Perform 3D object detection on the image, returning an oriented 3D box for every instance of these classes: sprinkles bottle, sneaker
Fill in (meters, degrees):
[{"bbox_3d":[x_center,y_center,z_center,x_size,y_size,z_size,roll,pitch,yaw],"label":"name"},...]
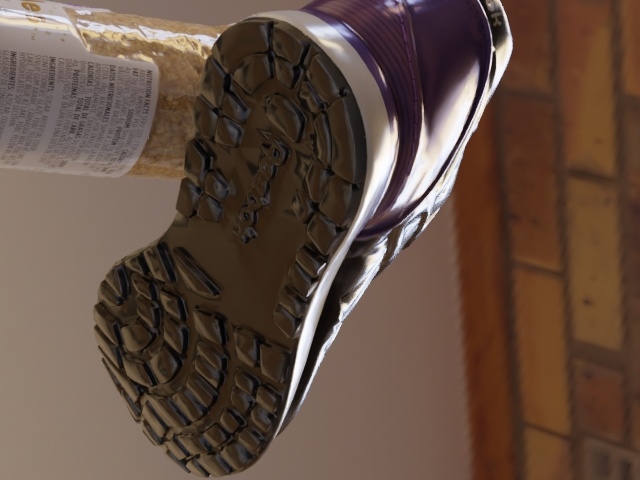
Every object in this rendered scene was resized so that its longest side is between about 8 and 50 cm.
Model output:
[{"bbox_3d":[-0.176,-0.102,1.268,0.355,0.121,0.121,4,-80,-31],"label":"sprinkles bottle"},{"bbox_3d":[0.000,0.000,0.792,0.124,0.107,0.283,-29,-18,-37],"label":"sneaker"}]
